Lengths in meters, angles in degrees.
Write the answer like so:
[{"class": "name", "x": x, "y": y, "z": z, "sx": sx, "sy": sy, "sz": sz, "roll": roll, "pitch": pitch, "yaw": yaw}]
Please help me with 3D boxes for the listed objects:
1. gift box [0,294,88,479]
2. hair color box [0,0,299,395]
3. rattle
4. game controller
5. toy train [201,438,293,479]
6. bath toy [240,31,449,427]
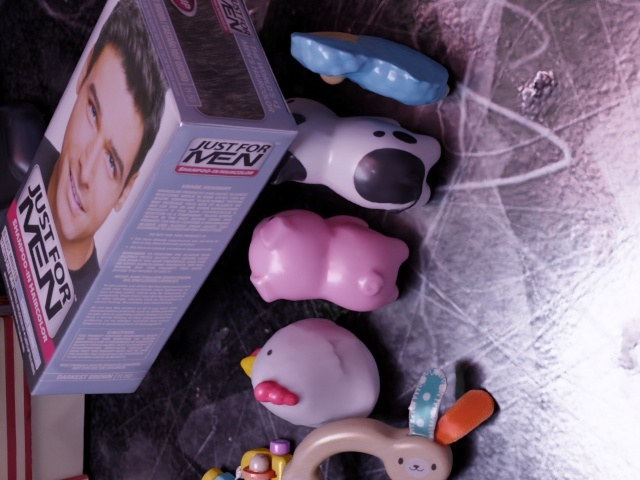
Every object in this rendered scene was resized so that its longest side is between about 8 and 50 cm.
[{"class": "gift box", "x": -0.381, "y": 0.193, "z": 1.523, "sx": 0.276, "sy": 0.255, "sz": 0.258, "roll": 8, "pitch": 98, "yaw": 41}, {"class": "hair color box", "x": -0.169, "y": -0.042, "z": 1.354, "sx": 0.374, "sy": 0.113, "sz": 0.185, "roll": -55, "pitch": 45, "yaw": 40}, {"class": "rattle", "x": 0.050, "y": 0.208, "z": 1.281, "sx": 0.200, "sy": 0.143, "sz": 0.130, "roll": -29, "pitch": 93, "yaw": 28}, {"class": "game controller", "x": -0.395, "y": -0.042, "z": 1.634, "sx": 0.319, "sy": 0.067, "sz": 0.166, "roll": -13, "pitch": 73, "yaw": 35}, {"class": "toy train", "x": -0.056, "y": 0.257, "z": 1.425, "sx": 0.166, "sy": 0.046, "sz": 0.125, "roll": -25, "pitch": 81, "yaw": 34}, {"class": "bath toy", "x": 0.000, "y": 0.000, "z": 1.307, "sx": 0.151, "sy": 0.129, "sz": 0.348, "roll": 20, "pitch": 107, "yaw": 32}]
